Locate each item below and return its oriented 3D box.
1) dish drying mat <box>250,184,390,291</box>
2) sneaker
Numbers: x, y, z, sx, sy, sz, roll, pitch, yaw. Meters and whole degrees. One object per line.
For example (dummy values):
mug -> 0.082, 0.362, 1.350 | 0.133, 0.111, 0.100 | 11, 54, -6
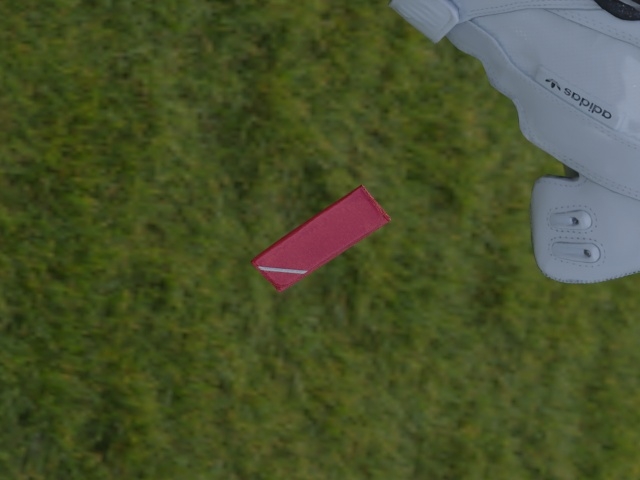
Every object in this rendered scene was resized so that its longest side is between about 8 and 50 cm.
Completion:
dish drying mat -> 0.000, 0.000, 0.958 | 0.032, 0.083, 0.008 | 49, 17, -28
sneaker -> 0.102, -0.103, 0.820 | 0.137, 0.366, 0.210 | -53, 155, -54
